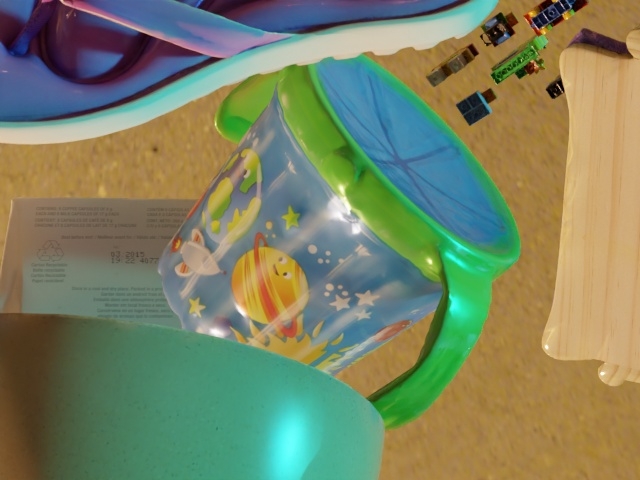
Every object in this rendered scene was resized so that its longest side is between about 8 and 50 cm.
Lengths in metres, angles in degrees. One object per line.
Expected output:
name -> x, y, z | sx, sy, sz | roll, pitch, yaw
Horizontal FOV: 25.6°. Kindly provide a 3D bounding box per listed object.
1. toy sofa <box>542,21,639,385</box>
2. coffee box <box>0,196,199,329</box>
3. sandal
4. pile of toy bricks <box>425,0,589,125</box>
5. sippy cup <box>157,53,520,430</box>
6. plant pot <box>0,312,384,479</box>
toy sofa -> 0.328, -0.044, 1.361 | 0.177, 0.150, 0.363 | 11, 117, 25
coffee box -> -0.239, 0.174, 1.847 | 0.337, 0.338, 0.334 | 1, 147, -3
sandal -> -0.075, -0.180, 0.905 | 0.416, 0.169, 0.102 | -16, 155, -16
pile of toy bricks -> 0.242, -0.222, 1.678 | 0.212, 0.105, 0.118 | -31, 98, 28
sippy cup -> 0.000, 0.000, 1.115 | 0.240, 0.305, 0.224 | 41, 112, -12
plant pot -> -0.115, 0.176, 0.716 | 0.284, 0.191, 0.284 | 5, 155, 2
